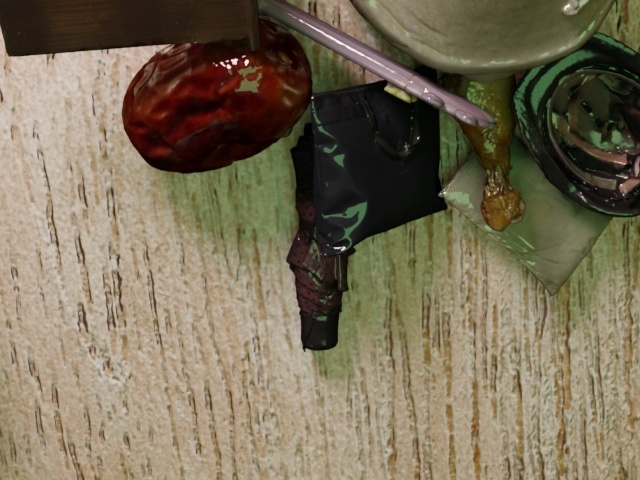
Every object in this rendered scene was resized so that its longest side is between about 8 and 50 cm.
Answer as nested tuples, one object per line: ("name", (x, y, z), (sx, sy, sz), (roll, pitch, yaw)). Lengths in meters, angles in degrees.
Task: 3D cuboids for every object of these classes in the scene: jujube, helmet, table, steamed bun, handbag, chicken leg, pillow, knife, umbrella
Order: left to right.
("table", (-0.218, -0.354, 1.200), (0.282, 0.250, 0.196), (-5, 135, -3))
("jujube", (-0.133, -0.178, 1.310), (0.243, 0.183, 0.183), (-27, 110, 32))
("umbrella", (0.000, 0.000, 1.441), (0.090, 0.094, 0.326), (3, 106, 8))
("knife", (0.037, -0.232, 1.316), (0.398, 0.132, 0.038), (32, 105, 10))
("handbag", (0.081, -0.111, 1.372), (0.254, 0.088, 0.211), (-21, 111, -43))
("chicken leg", (0.223, -0.137, 1.392), (0.107, 0.087, 0.251), (-10, 87, -21))
("steamed bun", (0.210, -0.330, 1.288), (0.383, 0.247, 0.236), (-10, 121, -2))
("pillow", (0.283, -0.047, 1.465), (0.229, 0.050, 0.148), (39, 71, -12))
("helmet", (0.373, -0.152, 1.408), (0.198, 0.154, 0.253), (-42, 92, 14))

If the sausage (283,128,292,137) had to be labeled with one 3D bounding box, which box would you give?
("sausage", (-0.046, -0.194, 1.411), (0.026, 0.026, 0.116), (0, 108, -6))
